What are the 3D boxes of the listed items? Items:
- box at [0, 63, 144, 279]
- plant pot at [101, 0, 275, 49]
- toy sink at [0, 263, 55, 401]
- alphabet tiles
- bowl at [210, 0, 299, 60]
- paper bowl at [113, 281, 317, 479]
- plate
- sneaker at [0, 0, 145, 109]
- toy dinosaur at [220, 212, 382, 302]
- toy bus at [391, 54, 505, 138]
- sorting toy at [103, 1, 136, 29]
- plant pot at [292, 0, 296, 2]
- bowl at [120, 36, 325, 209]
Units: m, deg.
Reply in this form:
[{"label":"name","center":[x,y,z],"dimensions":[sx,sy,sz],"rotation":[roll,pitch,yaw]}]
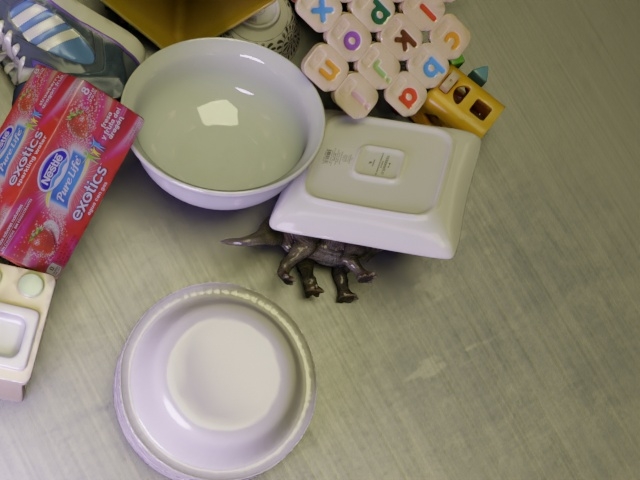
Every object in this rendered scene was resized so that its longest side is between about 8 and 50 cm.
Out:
[{"label":"box","center":[-0.371,-0.094,1.574],"dimensions":[0.123,0.128,0.256],"rotation":[33,83,-45]},{"label":"plant pot","center":[-0.210,-0.443,1.764],"dimensions":[0.212,0.212,0.187],"rotation":[36,40,-41]},{"label":"toy sink","center":[-0.433,0.115,1.542],"dimensions":[0.131,0.234,0.152],"rotation":[13,70,-10]},{"label":"alphabet tiles","center":[0.097,-0.329,1.751],"dimensions":[0.278,0.021,0.284],"rotation":[39,87,-33]},{"label":"bowl","center":[-0.108,-0.355,1.850],"dimensions":[0.170,0.080,0.170],"rotation":[4,72,-12]},{"label":"paper bowl","center":[-0.144,0.199,1.637],"dimensions":[0.284,0.148,0.284],"rotation":[5,71,-14]},{"label":"plate","center":[0.088,-0.102,1.746],"dimensions":[0.278,0.045,0.277],"rotation":[10,47,10]},{"label":"sneaker","center":[-0.436,-0.251,1.708],"dimensions":[0.323,0.130,0.236],"rotation":[27,65,-11]},{"label":"toy dinosaur","center":[0.000,0.000,1.767],"dimensions":[0.314,0.121,0.160],"rotation":[0,61,-9]},{"label":"toy bus","center":[0.198,-0.233,1.876],"dimensions":[0.202,0.104,0.190],"rotation":[-5,75,-16]},{"label":"sorting toy","center":[-0.316,-0.375,1.814],"dimensions":[0.042,0.061,0.101],"rotation":[-10,87,-16]},{"label":"plant pot","center":[0.093,-0.509,1.854],"dimensions":[0.265,0.272,0.272],"rotation":[-5,74,-30]},{"label":"bowl","center":[-0.149,-0.150,1.729],"dimensions":[0.298,0.134,0.297],"rotation":[5,55,-7]}]
